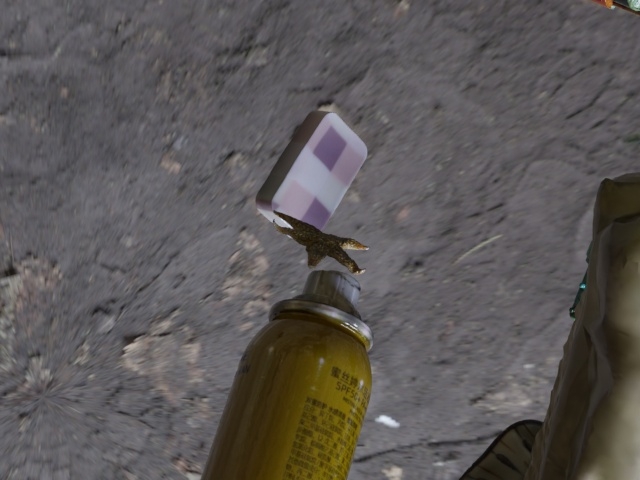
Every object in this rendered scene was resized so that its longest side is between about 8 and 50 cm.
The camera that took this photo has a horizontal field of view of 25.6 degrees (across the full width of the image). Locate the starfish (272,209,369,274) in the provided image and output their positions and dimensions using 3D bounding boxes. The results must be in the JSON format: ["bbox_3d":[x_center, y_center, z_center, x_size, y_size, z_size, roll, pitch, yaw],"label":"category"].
[{"bbox_3d":[0.000,0.000,1.114,0.092,0.086,0.016,37,112,28],"label":"starfish"}]

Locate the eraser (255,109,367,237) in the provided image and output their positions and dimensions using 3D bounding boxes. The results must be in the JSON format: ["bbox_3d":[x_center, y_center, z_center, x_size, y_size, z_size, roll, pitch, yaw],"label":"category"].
[{"bbox_3d":[-0.007,-0.056,1.214,0.065,0.026,0.105,43,70,-38],"label":"eraser"}]

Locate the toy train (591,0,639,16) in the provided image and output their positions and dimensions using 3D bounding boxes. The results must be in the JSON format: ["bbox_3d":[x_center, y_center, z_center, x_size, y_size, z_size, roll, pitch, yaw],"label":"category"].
[{"bbox_3d":[0.288,-0.276,1.463,0.118,0.176,0.074,-10,122,-39],"label":"toy train"}]

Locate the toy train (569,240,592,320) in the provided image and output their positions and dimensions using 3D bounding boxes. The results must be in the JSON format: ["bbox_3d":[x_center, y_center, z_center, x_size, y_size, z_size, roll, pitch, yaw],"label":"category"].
[{"bbox_3d":[0.260,0.040,1.308,0.045,0.029,0.092,1,122,-26],"label":"toy train"}]

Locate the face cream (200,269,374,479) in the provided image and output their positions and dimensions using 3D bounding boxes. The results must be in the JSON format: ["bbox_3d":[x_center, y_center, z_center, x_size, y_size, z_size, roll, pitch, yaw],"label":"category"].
[{"bbox_3d":[-0.036,0.181,1.028,0.105,0.105,0.349,22,66,-8],"label":"face cream"}]

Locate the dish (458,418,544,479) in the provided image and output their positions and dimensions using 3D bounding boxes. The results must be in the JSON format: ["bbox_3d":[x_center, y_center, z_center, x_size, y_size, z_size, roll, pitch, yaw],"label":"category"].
[{"bbox_3d":[0.188,0.245,1.157,0.066,0.190,0.191,20,79,-35],"label":"dish"}]

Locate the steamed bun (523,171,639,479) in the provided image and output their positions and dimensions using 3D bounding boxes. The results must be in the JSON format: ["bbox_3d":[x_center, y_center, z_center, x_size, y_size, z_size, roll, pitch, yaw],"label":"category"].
[{"bbox_3d":[0.145,0.163,0.534,0.189,0.247,0.428,12,115,4],"label":"steamed bun"}]
